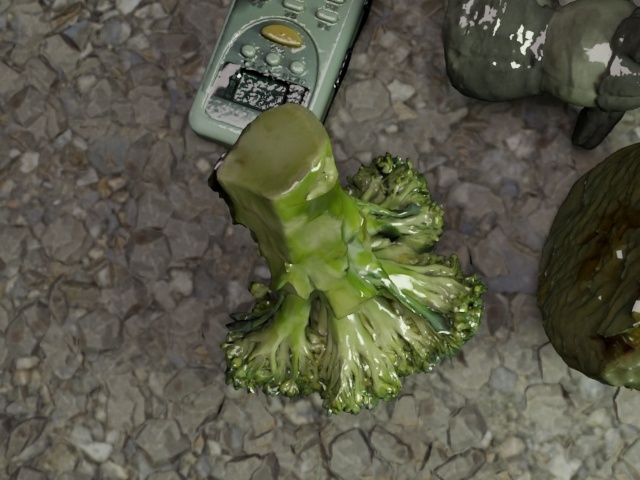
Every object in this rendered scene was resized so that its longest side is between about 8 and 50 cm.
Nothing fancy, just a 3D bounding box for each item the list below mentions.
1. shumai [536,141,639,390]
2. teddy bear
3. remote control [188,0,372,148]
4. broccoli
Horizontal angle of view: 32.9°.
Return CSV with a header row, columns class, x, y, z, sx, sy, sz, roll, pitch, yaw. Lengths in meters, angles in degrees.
class,x,y,z,sx,sy,sz,roll,pitch,yaw
shumai,0.340,0.039,1.022,0.218,0.189,0.256,21,67,-10
teddy bear,0.239,-0.183,1.066,0.250,0.171,0.144,19,51,9
remote control,-0.027,-0.229,1.135,0.140,0.056,0.296,20,84,6
broccoli,0.022,-0.007,0.952,0.252,0.361,0.221,-20,60,-17
